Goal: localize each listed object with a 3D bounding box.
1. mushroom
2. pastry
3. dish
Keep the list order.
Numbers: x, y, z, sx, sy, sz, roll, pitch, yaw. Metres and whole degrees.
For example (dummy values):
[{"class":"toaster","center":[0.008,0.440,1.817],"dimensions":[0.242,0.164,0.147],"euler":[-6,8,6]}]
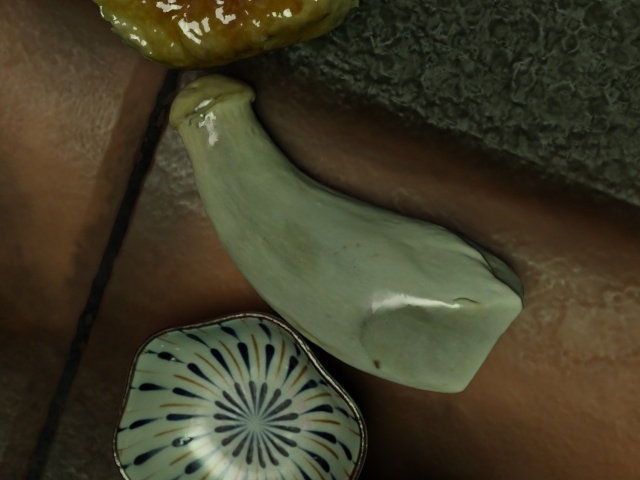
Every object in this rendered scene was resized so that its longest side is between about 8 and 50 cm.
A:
[{"class":"mushroom","center":[0.000,0.000,0.844],"dimensions":[0.270,0.103,0.118],"euler":[35,105,11]},{"class":"pastry","center":[-0.063,-0.200,0.814],"dimensions":[0.193,0.093,0.182],"euler":[-25,105,17]},{"class":"dish","center":[-0.050,0.132,0.906],"dimensions":[0.191,0.066,0.190],"euler":[4,102,16]}]
